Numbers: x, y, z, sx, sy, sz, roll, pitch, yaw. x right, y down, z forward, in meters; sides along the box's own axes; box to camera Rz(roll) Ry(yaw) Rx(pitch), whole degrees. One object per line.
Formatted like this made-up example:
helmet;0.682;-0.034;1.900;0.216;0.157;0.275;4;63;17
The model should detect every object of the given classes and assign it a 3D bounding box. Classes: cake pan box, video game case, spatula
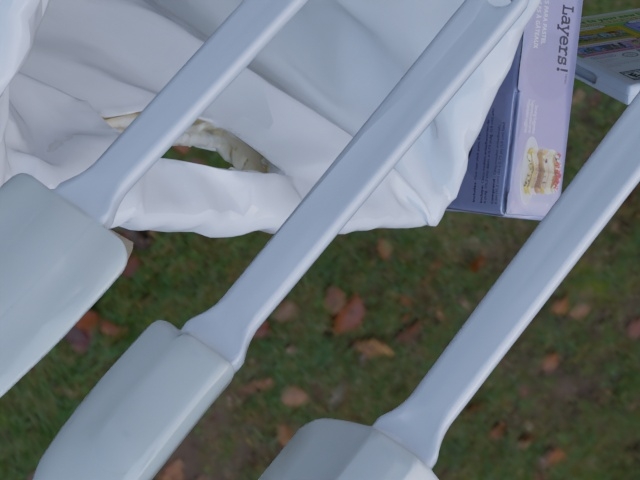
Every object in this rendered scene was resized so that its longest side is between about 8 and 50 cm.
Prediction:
cake pan box;0.106;-0.157;1.181;0.070;0.245;0.267;4;92;-36
video game case;0.332;-0.189;1.427;0.212;0.193;0.023;-12;119;-25
spatula;0.000;0.000;0.413;0.242;0.168;0.019;-49;160;-22

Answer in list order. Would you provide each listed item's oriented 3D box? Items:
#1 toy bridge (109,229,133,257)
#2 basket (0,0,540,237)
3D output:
toy bridge;-0.172;0.025;0.836;0.063;0.188;0.026;30;57;-17
basket;-0.063;-0.204;0.642;0.328;0.266;0.331;-1;119;-52
